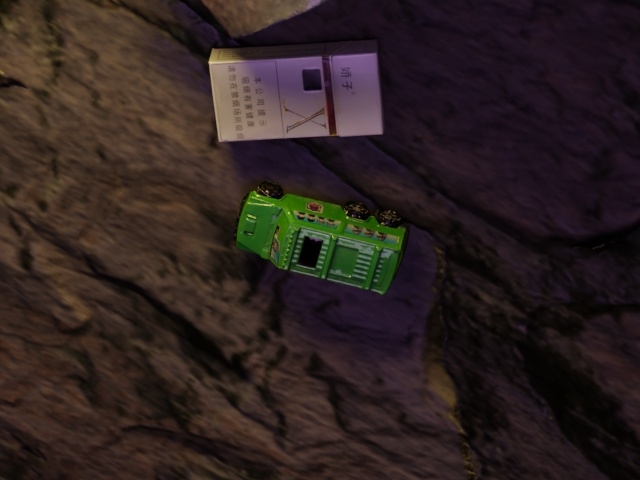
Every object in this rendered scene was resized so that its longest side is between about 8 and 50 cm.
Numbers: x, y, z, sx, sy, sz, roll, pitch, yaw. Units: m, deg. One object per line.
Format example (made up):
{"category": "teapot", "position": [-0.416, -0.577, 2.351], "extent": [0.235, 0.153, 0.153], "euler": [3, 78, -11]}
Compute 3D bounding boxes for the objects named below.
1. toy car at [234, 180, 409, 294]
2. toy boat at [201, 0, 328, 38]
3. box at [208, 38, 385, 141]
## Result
{"category": "toy car", "position": [0.000, 0.000, 1.854], "extent": [0.165, 0.062, 0.071], "euler": [14, 118, -4]}
{"category": "toy boat", "position": [-0.034, -0.315, 1.674], "extent": [0.276, 0.111, 0.293], "euler": [-38, 100, 14]}
{"category": "box", "position": [-0.021, -0.137, 1.795], "extent": [0.154, 0.040, 0.084], "euler": [-2, 117, 6]}
